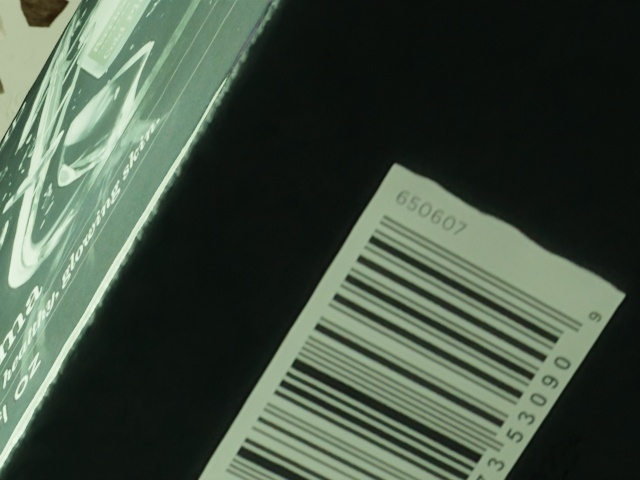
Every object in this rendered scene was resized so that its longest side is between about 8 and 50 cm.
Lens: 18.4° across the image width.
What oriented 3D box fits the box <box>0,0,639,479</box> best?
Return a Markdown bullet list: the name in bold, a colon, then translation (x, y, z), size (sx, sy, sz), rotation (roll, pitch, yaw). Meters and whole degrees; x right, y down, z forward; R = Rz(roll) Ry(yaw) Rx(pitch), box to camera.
- **box**: translation (0.000, 0.000, 1.039), size (0.480, 0.297, 0.472), rotation (-59, 16, 11)
